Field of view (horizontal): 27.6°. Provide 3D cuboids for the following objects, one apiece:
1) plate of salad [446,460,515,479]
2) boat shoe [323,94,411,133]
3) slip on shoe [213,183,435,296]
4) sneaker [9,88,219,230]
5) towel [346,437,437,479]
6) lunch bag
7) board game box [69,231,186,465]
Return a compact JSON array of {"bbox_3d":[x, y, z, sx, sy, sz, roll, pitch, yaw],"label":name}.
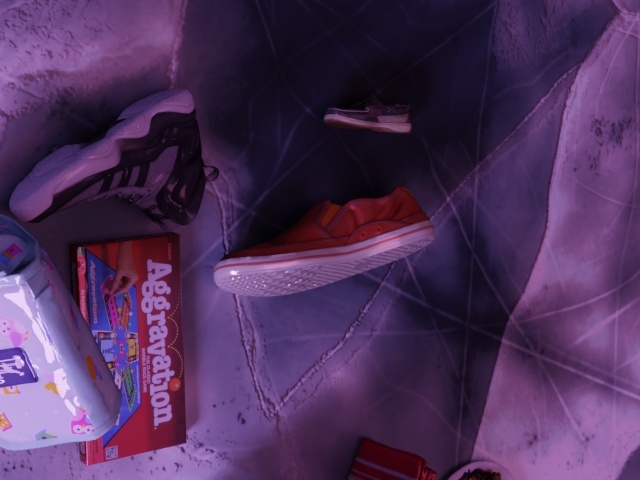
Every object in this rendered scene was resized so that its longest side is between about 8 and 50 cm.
[{"bbox_3d":[0.246,0.444,2.039,0.199,0.048,0.200,-6,102,-33],"label":"plate of salad"},{"bbox_3d":[0.065,-0.177,1.807,0.152,0.056,0.049,2,92,-44],"label":"boat shoe"},{"bbox_3d":[0.000,0.000,1.768,0.331,0.123,0.101,-16,75,-26],"label":"slip on shoe"},{"bbox_3d":[-0.237,-0.063,1.584,0.268,0.101,0.153,-37,114,-27],"label":"sneaker"},{"bbox_3d":[0.054,0.414,1.812,0.031,0.199,0.275,28,82,-23],"label":"towel"},{"bbox_3d":[-0.339,0.103,1.447,0.160,0.262,0.223,-31,115,-26],"label":"lunch bag"},{"bbox_3d":[-0.243,0.136,1.663,0.145,0.027,0.281,-8,103,-35],"label":"board game box"}]
